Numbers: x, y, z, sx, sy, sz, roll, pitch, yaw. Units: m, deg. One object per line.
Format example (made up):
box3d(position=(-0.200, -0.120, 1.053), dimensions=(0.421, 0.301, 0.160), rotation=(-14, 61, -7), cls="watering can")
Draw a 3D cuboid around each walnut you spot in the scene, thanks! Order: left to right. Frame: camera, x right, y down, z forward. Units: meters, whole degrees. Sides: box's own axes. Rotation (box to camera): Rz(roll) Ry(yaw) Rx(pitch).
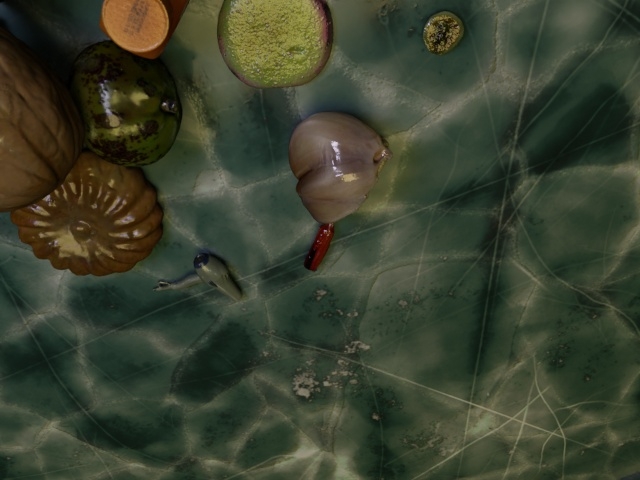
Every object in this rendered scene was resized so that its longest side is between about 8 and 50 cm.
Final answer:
box3d(position=(-0.523, -0.199, 0.896), dimensions=(0.252, 0.277, 0.313), rotation=(-38, 109, 4), cls="walnut")

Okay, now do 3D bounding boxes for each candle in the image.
box3d(position=(0.000, 0.000, 1.378), dimensions=(0.053, 0.048, 0.162), rotation=(-8, 133, -43), cls="candle")

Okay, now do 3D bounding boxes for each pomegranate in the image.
box3d(position=(-0.396, -0.250, 1.067), dimensions=(0.276, 0.204, 0.222), rotation=(2, 97, -11), cls="pomegranate")

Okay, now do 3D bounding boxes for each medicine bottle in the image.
box3d(position=(-0.289, -0.394, 0.971), dimensions=(0.112, 0.222, 0.149), rotation=(28, 117, -21), cls="medicine bottle")

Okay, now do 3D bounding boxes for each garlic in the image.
box3d(position=(0.022, -0.154, 1.176), dimensions=(0.228, 0.110, 0.217), rotation=(-25, 89, 39), cls="garlic")

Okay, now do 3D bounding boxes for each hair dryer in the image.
box3d(position=(-0.290, 0.119, 1.430), dimensions=(0.199, 0.068, 0.167), rotation=(-31, 127, 28), cls="hair dryer")

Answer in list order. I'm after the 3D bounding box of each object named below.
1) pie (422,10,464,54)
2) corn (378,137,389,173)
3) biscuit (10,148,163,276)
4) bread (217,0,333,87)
box3d(position=(0.237, -0.403, 1.131), dimensions=(0.084, 0.021, 0.084), rotation=(-2, 124, -4), cls="pie")
box3d(position=(0.074, -0.137, 1.260), dimensions=(0.087, 0.087, 0.211), rotation=(20, 119, -17), cls="corn")
box3d(position=(-0.510, -0.044, 1.268), dimensions=(0.325, 0.107, 0.326), rotation=(-4, 126, -6), cls="biscuit")
box3d(position=(-0.084, -0.389, 1.106), dimensions=(0.228, 0.034, 0.229), rotation=(-3, 124, -5), cls="bread")
